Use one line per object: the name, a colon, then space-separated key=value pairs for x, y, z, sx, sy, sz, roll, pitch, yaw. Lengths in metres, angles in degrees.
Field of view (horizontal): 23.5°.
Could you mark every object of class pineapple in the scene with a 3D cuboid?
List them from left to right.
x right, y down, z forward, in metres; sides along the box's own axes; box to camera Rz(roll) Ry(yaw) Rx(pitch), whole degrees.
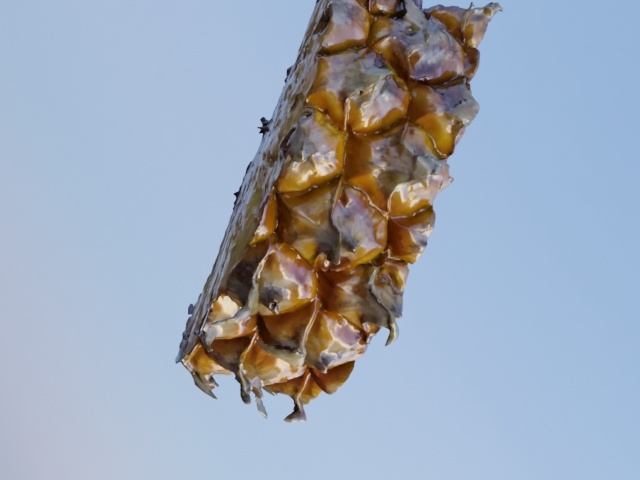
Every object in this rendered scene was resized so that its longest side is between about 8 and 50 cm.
pineapple: x=-0.001 y=0.000 z=0.672 sx=0.135 sy=0.079 sz=0.233 roll=-80 pitch=-166 yaw=-54
